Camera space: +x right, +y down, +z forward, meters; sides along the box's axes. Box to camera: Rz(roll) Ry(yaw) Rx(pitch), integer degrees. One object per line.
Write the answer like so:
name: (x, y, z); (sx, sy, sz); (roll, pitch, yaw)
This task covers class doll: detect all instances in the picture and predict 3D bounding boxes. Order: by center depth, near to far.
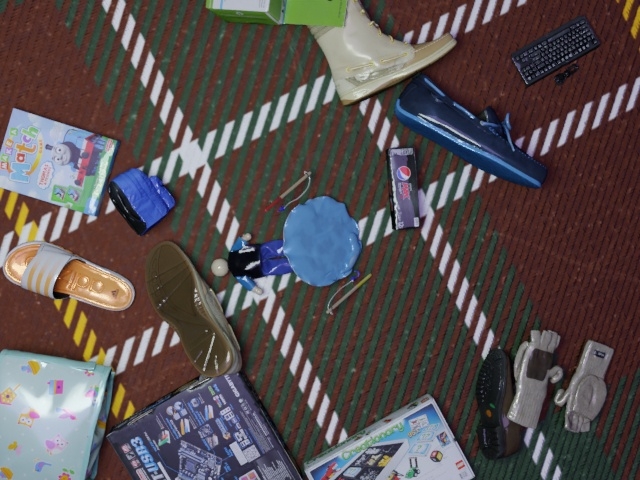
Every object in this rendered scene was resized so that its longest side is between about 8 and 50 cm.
doll: (-0.129, 0.047, 1.532); (0.188, 0.046, 0.129); (-7, 92, -4)

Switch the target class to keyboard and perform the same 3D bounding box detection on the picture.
keyboard: (0.499, -0.385, 1.573); (0.180, 0.023, 0.108); (-29, 94, -2)

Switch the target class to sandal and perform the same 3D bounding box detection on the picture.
sandal: (-0.501, 0.072, 1.490); (0.265, 0.076, 0.102); (17, 91, -5)

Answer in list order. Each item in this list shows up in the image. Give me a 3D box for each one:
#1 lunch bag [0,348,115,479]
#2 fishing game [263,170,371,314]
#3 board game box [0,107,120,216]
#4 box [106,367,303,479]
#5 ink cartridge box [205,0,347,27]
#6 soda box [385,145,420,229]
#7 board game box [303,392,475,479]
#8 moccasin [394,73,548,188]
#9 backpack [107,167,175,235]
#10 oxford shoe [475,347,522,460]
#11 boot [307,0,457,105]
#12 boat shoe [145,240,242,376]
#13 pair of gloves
lunch bag: (-0.531, 0.347, 1.460); (0.223, 0.160, 0.263); (12, 97, -4)
fishing game: (0.000, 0.000, 1.520); (0.189, 0.041, 0.264); (-43, 109, -27)
board game box: (-0.528, -0.155, 1.498); (0.211, 0.039, 0.160); (17, 91, -4)
box: (-0.231, 0.437, 1.528); (0.293, 0.073, 0.296); (-30, 94, -2)
ink cartridge box: (-0.075, -0.521, 1.447); (0.255, 0.097, 0.189); (8, 92, 18)
soda box: (0.169, -0.107, 1.541); (0.053, 0.060, 0.169); (-5, 93, -3)
board game box: (0.143, 0.480, 1.566); (0.305, 0.053, 0.193); (-28, 95, -3)
moccasin: (0.318, -0.225, 1.511); (0.341, 0.138, 0.117); (30, 86, -6)
backpack: (-0.358, -0.084, 1.488); (0.101, 0.098, 0.120); (-42, 95, -31)
oxford shoe: (0.383, 0.339, 1.576); (0.096, 0.082, 0.227); (1, 90, -27)
boot: (0.123, -0.413, 1.509); (0.261, 0.095, 0.204); (-26, 93, 5)
boat shoe: (-0.250, 0.138, 1.493); (0.109, 0.098, 0.302); (-36, 71, 8)
pair of gloves: (0.498, 0.296, 1.571); (0.240, 0.042, 0.204); (13, 87, -22)
